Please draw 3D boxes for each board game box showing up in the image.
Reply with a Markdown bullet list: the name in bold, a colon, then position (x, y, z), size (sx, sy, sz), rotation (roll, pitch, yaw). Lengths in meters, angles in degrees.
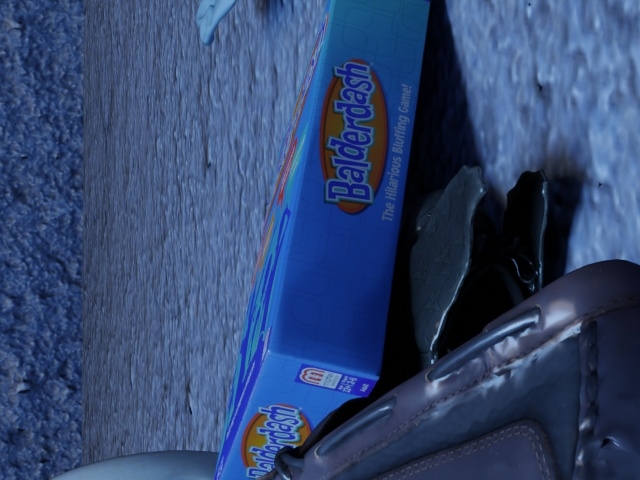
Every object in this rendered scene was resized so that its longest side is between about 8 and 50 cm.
- **board game box**: position (0.000, 0.000, 0.606), size (0.160, 0.047, 0.210), rotation (111, 171, -55)

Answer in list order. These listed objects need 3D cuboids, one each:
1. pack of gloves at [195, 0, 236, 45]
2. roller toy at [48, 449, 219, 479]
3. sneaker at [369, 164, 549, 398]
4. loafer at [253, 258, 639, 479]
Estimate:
- **pack of gloves**: position (-0.030, -0.236, 0.857), size (0.232, 0.046, 0.195), rotation (151, 128, -70)
- **roller toy**: position (-0.104, 0.222, 0.847), size (0.191, 0.209, 0.146), rotation (-29, 54, 28)
- **sneaker**: position (0.051, 0.045, 0.519), size (0.089, 0.051, 0.170), rotation (-118, 34, -68)
- **loafer**: position (0.041, 0.088, 0.469), size (0.302, 0.109, 0.095), rotation (144, 124, -62)
